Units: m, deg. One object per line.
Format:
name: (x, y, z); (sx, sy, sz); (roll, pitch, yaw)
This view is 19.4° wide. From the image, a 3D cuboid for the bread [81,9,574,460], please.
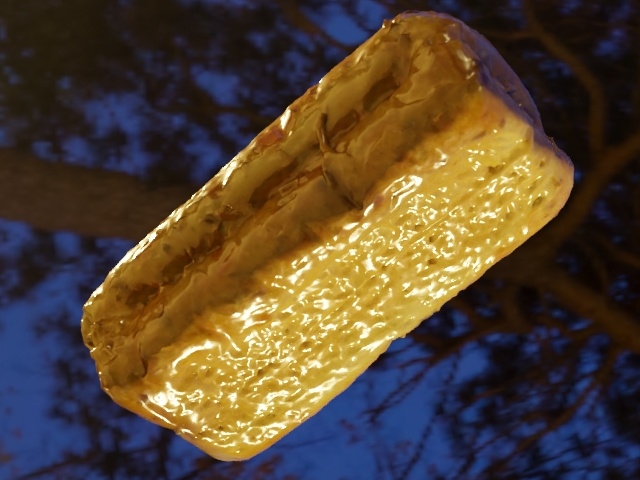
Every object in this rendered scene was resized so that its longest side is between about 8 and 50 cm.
bread: (0.000, 0.000, 0.771); (0.211, 0.114, 0.083); (-41, -128, 9)
